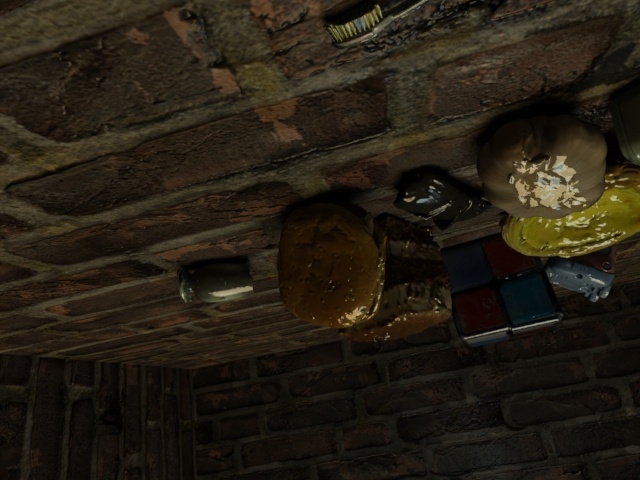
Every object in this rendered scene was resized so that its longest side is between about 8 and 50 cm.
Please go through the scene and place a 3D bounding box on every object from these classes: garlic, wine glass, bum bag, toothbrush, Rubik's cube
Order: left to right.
[{"bbox_3d":[-0.293,0.119,1.211,0.205,0.111,0.111,-6,159,-7],"label":"wine glass"},{"bbox_3d":[0.283,-0.081,0.998,0.326,0.079,0.142,13,146,-44],"label":"bum bag"},{"bbox_3d":[0.604,0.176,1.475,0.314,0.318,0.316,-18,158,17],"label":"Rubik's cube"},{"bbox_3d":[0.190,-0.307,0.439,0.414,0.035,0.042,-19,154,23],"label":"toothbrush"},{"bbox_3d":[0.409,-0.139,0.797,0.228,0.152,0.227,17,147,12],"label":"garlic"}]

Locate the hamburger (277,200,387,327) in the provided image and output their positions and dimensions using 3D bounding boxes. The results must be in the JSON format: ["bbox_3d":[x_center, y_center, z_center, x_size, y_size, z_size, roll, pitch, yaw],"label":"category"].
[{"bbox_3d":[0.020,0.052,0.958,0.260,0.282,0.145,0,179,37],"label":"hamburger"}]

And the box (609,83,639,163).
[{"bbox_3d":[0.670,-0.209,0.743,0.312,0.175,0.182,4,164,-31],"label":"box"}]

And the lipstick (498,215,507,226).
[{"bbox_3d":[0.641,-0.051,1.256,0.274,0.061,0.068,0,159,-24],"label":"lipstick"}]

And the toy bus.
[{"bbox_3d":[0.890,0.064,1.457,0.197,0.231,0.294,21,175,26],"label":"toy bus"}]

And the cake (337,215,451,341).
[{"bbox_3d":[0.193,0.114,1.182,0.256,0.290,0.282,7,150,-41],"label":"cake"}]

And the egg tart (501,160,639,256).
[{"bbox_3d":[0.598,-0.084,0.985,0.346,0.132,0.345,3,148,2],"label":"egg tart"}]
